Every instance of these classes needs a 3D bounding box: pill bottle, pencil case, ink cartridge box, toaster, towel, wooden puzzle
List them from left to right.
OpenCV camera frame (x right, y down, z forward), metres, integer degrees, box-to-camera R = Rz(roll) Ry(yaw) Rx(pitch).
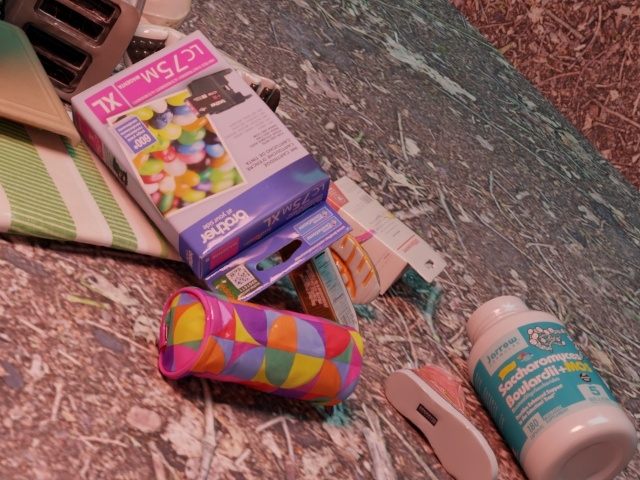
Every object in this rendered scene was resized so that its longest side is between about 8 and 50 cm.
[{"bbox_3d":[-0.394,-0.201,1.383,0.238,0.044,0.221,22,26,-45],"label":"wooden puzzle"},{"bbox_3d":[-0.292,-0.074,1.399,0.324,0.038,0.248,13,34,-48],"label":"towel"},{"bbox_3d":[-0.318,-0.279,1.577,0.185,0.168,0.110,28,27,-20],"label":"toaster"},{"bbox_3d":[-0.124,-0.087,1.424,0.185,0.065,0.311,-33,70,-21],"label":"ink cartridge box"},{"bbox_3d":[-0.061,0.116,1.309,0.236,0.104,0.104,20,29,-41],"label":"pencil case"},{"bbox_3d":[0.075,0.004,1.753,0.198,0.067,0.115,40,23,7],"label":"ink cartridge box"},{"bbox_3d":[0.283,0.192,1.608,0.146,0.146,0.264,19,29,-38],"label":"pill bottle"}]

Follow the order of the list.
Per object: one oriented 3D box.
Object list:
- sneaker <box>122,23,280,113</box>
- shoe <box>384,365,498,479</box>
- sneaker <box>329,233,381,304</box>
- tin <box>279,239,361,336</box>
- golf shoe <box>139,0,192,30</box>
[{"bbox_3d":[-0.188,-0.244,1.799,0.118,0.110,0.292,45,14,35],"label":"sneaker"},{"bbox_3d":[0.160,0.216,1.484,0.178,0.063,0.081,45,28,26],"label":"shoe"},{"bbox_3d":[0.000,0.000,1.634,0.215,0.084,0.083,43,18,13],"label":"sneaker"},{"bbox_3d":[-0.002,0.049,1.488,0.106,0.040,0.190,-37,104,-79],"label":"tin"},{"bbox_3d":[-0.325,-0.411,1.848,0.306,0.140,0.115,31,25,-14],"label":"golf shoe"}]
